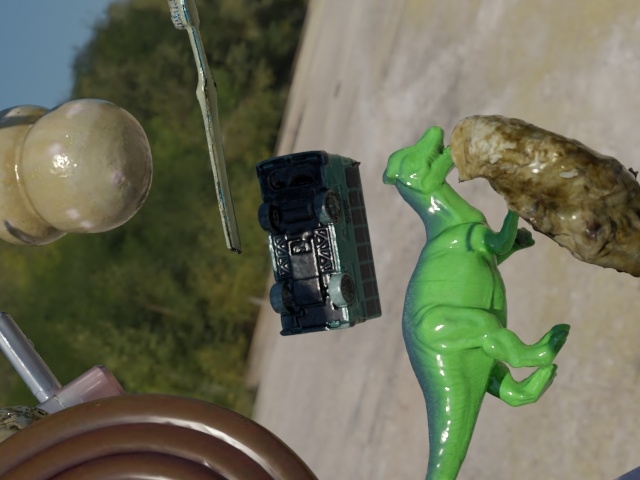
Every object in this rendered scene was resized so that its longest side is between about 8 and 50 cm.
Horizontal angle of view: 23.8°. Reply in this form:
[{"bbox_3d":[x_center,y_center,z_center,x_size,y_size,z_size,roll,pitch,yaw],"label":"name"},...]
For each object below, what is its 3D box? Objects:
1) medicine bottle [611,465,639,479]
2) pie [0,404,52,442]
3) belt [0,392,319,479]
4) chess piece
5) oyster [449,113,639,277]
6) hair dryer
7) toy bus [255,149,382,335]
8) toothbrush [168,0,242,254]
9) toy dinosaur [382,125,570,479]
[{"bbox_3d":[0.395,0.192,1.383,0.095,0.260,0.095,155,90,-88],"label":"medicine bottle"},{"bbox_3d":[-0.140,0.178,0.815,0.194,0.079,0.163,67,-171,12],"label":"pie"},{"bbox_3d":[-0.083,0.225,0.515,0.122,0.217,0.339,77,-155,-60],"label":"belt"},{"bbox_3d":[-0.249,-0.053,1.204,0.142,0.260,0.143,15,-109,-53],"label":"chess piece"},{"bbox_3d":[0.271,-0.045,1.428,0.094,0.294,0.166,-64,31,27],"label":"oyster"},{"bbox_3d":[-0.180,0.080,0.980,0.063,0.114,0.037,-36,-8,-16],"label":"hair dryer"},{"bbox_3d":[0.000,0.000,1.376,0.091,0.079,0.160,-9,-90,-61],"label":"toy bus"},{"bbox_3d":[-0.117,-0.128,1.605,0.026,0.028,0.294,-24,-77,-54],"label":"toothbrush"},{"bbox_3d":[0.115,0.124,1.999,0.500,0.374,0.144,-45,-13,-10],"label":"toy dinosaur"}]
